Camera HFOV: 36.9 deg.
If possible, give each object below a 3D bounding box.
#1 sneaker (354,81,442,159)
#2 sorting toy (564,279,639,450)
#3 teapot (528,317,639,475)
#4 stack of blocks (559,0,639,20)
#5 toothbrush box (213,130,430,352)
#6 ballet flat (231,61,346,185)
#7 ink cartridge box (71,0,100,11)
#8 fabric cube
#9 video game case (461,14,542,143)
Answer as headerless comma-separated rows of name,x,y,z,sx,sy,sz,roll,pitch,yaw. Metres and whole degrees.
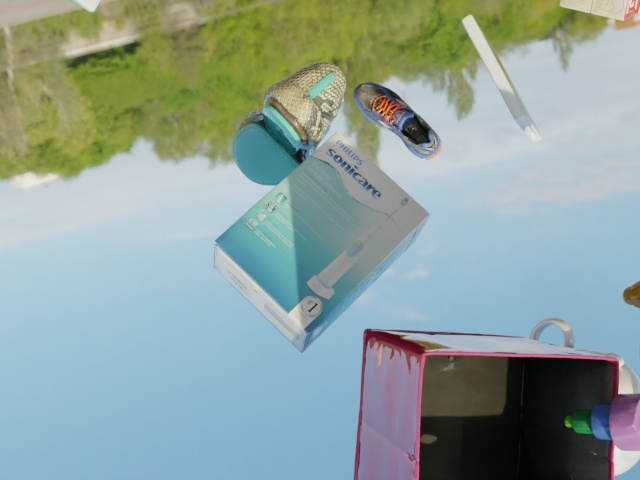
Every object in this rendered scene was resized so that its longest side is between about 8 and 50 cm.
sneaker,0.164,-0.258,1.997,0.083,0.221,0.087,-53,174,-1
sorting toy,0.407,0.135,1.226,0.126,0.127,0.365,-8,-154,42
teapot,0.482,0.277,1.710,0.256,0.187,0.252,21,-156,8
stack of blocks,0.421,-0.399,1.214,0.087,0.171,0.297,24,-144,32
toothbrush box,0.000,0.000,1.589,0.295,0.216,0.126,-44,170,-19
ballet flat,-0.041,-0.218,1.792,0.182,0.164,0.483,-43,-177,-14
ink cartridge box,-0.452,-0.529,1.561,0.273,0.198,0.115,29,-178,12
fabric cube,0.198,0.255,1.229,0.254,0.259,0.258,3,179,-14
video game case,0.350,-0.306,1.845,0.026,0.227,0.206,-28,165,16
